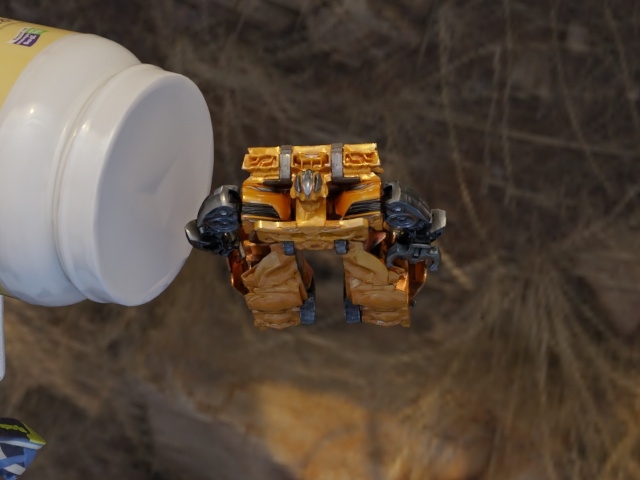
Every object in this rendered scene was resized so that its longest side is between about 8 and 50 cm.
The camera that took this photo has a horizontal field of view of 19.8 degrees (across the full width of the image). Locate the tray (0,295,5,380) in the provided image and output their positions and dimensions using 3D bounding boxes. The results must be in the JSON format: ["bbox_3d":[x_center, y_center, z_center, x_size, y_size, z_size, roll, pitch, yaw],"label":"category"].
[{"bbox_3d":[-0.466,0.084,1.915,0.270,0.145,0.030,-2,168,-4],"label":"tray"}]

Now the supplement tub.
[{"bbox_3d":[-0.287,-0.077,1.613,0.331,0.241,0.241,13,136,22],"label":"supplement tub"}]

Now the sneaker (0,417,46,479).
[{"bbox_3d":[-0.324,0.198,1.738,0.144,0.053,0.059,21,104,-51],"label":"sneaker"}]

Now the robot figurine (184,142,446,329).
[{"bbox_3d":[0.000,0.000,1.539,0.211,0.085,0.291,-2,156,4],"label":"robot figurine"}]
